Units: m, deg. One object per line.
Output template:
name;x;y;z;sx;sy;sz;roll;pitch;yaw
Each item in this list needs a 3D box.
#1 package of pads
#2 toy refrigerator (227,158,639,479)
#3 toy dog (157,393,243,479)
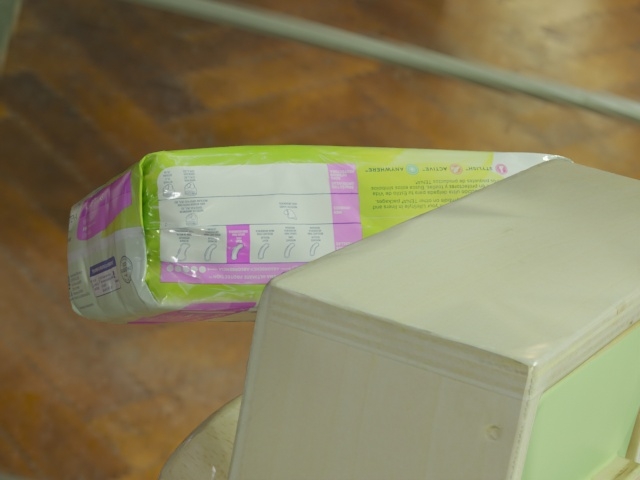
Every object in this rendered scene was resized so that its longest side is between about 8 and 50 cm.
package of pads;0.000;0.000;1.269;0.297;0.101;0.229;-1;-5;-18
toy refrigerator;0.071;0.048;0.664;0.094;0.102;0.269;16;15;21
toy dog;0.078;0.099;0.927;0.220;0.161;0.333;41;36;1
